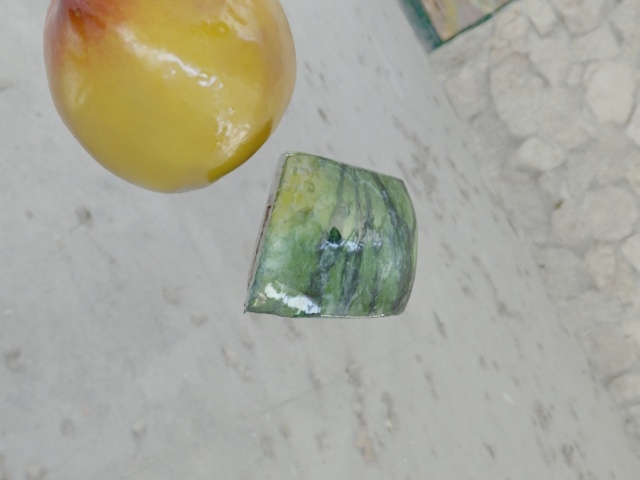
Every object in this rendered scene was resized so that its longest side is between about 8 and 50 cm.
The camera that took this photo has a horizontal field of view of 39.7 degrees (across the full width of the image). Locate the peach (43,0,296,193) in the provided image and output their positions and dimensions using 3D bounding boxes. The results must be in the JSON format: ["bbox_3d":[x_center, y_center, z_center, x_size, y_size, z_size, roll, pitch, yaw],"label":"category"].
[{"bbox_3d":[-0.170,-0.218,1.013,0.289,0.288,0.308,-92,167,-48],"label":"peach"}]

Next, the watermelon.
[{"bbox_3d":[0.000,0.000,1.206,0.261,0.201,0.213,11,91,-33],"label":"watermelon"}]
